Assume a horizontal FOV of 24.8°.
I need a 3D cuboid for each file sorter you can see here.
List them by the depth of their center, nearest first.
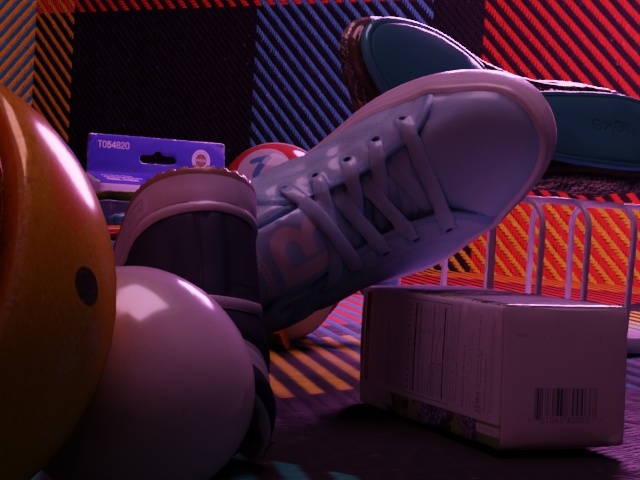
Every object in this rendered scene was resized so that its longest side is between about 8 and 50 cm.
[{"bbox_3d":[0.243,0.035,1.650,0.277,0.173,0.193,3,2,-31],"label":"file sorter"}]

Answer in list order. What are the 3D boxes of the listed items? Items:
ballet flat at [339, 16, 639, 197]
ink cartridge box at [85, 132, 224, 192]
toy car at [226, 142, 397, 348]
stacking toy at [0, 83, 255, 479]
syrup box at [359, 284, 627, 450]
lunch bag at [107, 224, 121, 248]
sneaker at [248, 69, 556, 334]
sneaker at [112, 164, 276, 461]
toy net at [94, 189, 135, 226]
[{"bbox_3d":[0.170,-0.115,1.593,0.482,0.164,0.182,9,-23,-38],"label":"ballet flat"},{"bbox_3d":[-0.209,-0.024,1.918,0.223,0.224,0.045,1,3,-39],"label":"ink cartridge box"},{"bbox_3d":[-0.043,0.018,1.536,0.219,0.210,0.238,-12,16,6],"label":"toy car"},{"bbox_3d":[-0.205,0.009,0.601,0.350,0.351,0.480,5,-13,42],"label":"stacking toy"},{"bbox_3d":[0.114,0.084,1.033,0.093,0.096,0.237,2,0,-21],"label":"syrup box"},{"bbox_3d":[-0.235,0.041,1.419,0.293,0.120,0.258,2,1,-18],"label":"lunch bag"},{"bbox_3d":[0.000,0.000,1.049,0.366,0.135,0.150,-27,14,20],"label":"sneaker"},{"bbox_3d":[-0.093,0.086,0.913,0.099,0.153,0.282,0,-28,-14],"label":"sneaker"},{"bbox_3d":[-0.182,-0.032,1.435,0.122,0.045,0.232,6,-5,-34],"label":"toy net"}]
